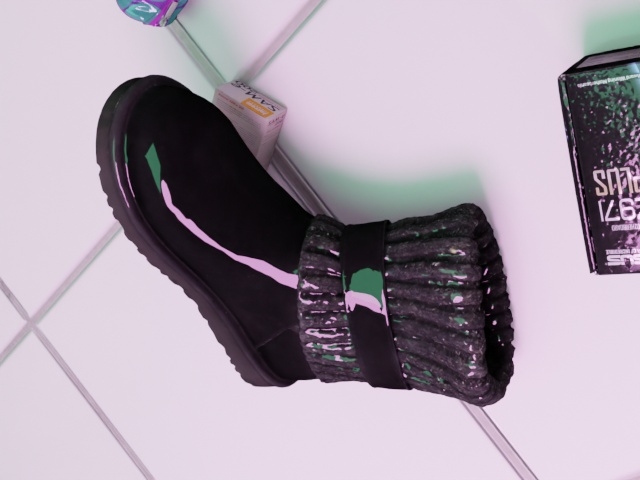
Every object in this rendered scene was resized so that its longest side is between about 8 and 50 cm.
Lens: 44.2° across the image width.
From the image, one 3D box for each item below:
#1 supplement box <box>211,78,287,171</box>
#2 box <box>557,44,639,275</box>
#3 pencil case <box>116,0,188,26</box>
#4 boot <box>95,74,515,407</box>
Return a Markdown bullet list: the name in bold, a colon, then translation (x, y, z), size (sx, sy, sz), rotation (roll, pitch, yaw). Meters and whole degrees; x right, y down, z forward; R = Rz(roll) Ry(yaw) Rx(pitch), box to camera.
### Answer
- **supplement box**: translation (-0.077, -0.093, 0.749), size (0.062, 0.036, 0.098), rotation (34, 127, 15)
- **box**: translation (0.265, -0.061, 0.522), size (0.180, 0.077, 0.147), rotation (-4, 110, 33)
- **pencil case**: translation (-0.114, -0.249, 0.684), size (0.151, 0.064, 0.070), rotation (-32, 77, 38)
- **boot**: translation (0.002, -0.002, 0.651), size (0.260, 0.131, 0.348), rotation (-4, 132, 35)
